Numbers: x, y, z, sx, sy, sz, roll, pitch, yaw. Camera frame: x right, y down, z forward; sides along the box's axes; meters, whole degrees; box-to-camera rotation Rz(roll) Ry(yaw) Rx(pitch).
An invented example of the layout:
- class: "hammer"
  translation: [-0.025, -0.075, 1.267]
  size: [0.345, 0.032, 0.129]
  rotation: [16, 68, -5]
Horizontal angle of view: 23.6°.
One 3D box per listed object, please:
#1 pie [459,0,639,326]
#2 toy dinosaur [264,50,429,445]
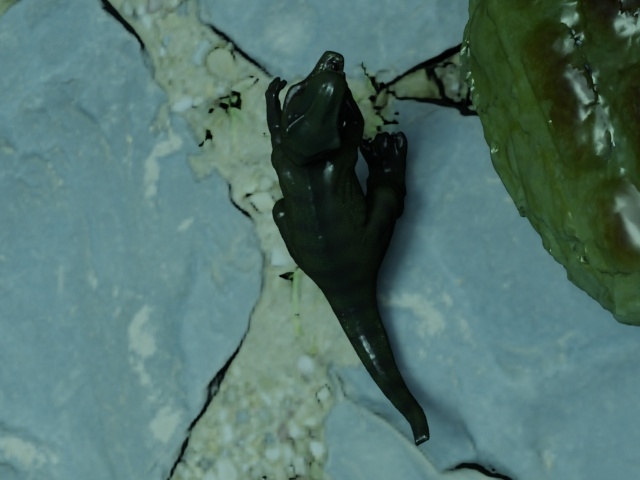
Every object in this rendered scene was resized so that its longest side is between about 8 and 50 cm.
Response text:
- class: "pie"
  translation: [0.190, -0.108, 0.798]
  size: [0.306, 0.071, 0.306]
  rotation: [3, 95, 39]
- class: "toy dinosaur"
  translation: [0.000, 0.000, 0.847]
  size: [0.087, 0.187, 0.179]
  rotation: [-10, 49, 19]
